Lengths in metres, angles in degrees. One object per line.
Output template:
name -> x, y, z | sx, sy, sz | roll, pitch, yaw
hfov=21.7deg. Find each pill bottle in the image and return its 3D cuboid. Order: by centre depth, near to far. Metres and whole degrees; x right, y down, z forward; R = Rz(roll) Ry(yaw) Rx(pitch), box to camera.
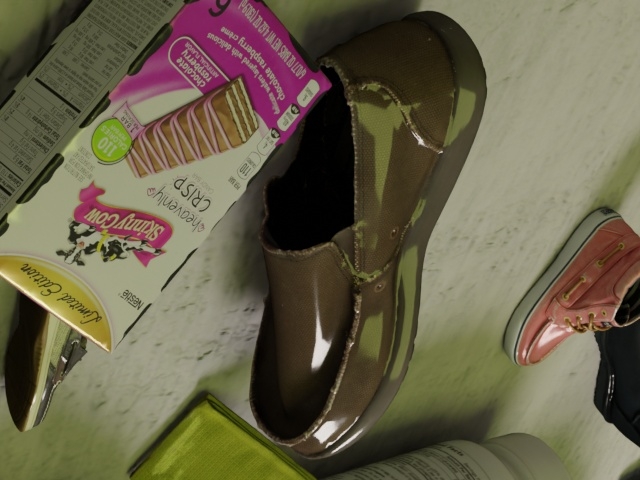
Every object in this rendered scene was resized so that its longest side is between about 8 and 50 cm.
pill bottle -> 0.094, 0.276, 1.555 | 0.283, 0.160, 0.160 | -12, 135, -33

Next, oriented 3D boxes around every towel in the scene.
towel -> -0.037, 0.235, 1.383 | 0.237, 0.021, 0.102 | 41, 98, -11

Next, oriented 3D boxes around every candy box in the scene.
candy box -> -0.116, -0.062, 1.050 | 0.233, 0.071, 0.159 | -51, 144, -4

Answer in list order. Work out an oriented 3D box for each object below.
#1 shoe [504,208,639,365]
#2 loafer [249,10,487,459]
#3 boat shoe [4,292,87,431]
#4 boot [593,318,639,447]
shoe -> 0.240, 0.063, 1.528 | 0.063, 0.081, 0.178 | 5, 124, -45
loafer -> 0.000, 0.000, 1.222 | 0.130, 0.134, 0.366 | -4, 121, -34
boat shoe -> -0.186, 0.072, 1.174 | 0.049, 0.056, 0.152 | -6, 132, -32
boot -> 0.361, 0.160, 1.634 | 0.094, 0.207, 0.246 | -26, 141, -19
